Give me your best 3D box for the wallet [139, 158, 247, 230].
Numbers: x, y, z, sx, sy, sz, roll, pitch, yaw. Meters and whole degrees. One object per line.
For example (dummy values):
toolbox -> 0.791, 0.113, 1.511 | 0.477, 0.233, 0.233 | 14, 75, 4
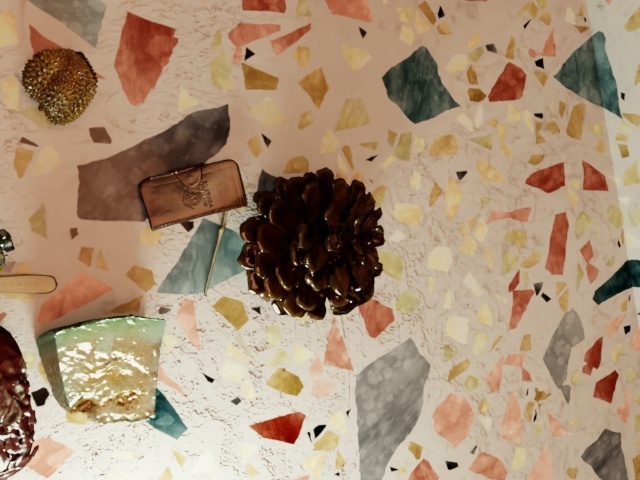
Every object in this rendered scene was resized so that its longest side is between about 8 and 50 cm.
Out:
wallet -> -0.317, -0.120, 1.664 | 0.255, 0.031, 0.137 | -17, 97, -20

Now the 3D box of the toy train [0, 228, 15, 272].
toy train -> -0.763, 0.028, 1.361 | 0.261, 0.177, 0.134 | -20, 89, -30

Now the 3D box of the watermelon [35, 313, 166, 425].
watermelon -> -0.516, 0.279, 1.562 | 0.264, 0.151, 0.301 | -4, 114, -31

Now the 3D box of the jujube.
jujube -> -0.738, 0.338, 1.391 | 0.259, 0.258, 0.376 | -16, 97, -26

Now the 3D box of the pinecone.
pinecone -> 0.000, 0.000, 1.693 | 0.398, 0.398, 0.397 | -3, 96, -28

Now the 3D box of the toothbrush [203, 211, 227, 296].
toothbrush -> -0.266, 0.002, 1.722 | 0.028, 0.026, 0.294 | 10, 89, -15

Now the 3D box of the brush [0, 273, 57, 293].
brush -> -0.760, 0.096, 1.471 | 0.337, 0.020, 0.085 | 1, 93, -28

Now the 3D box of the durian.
durian -> -0.576, -0.348, 1.471 | 0.168, 0.137, 0.158 | -53, 136, -5
